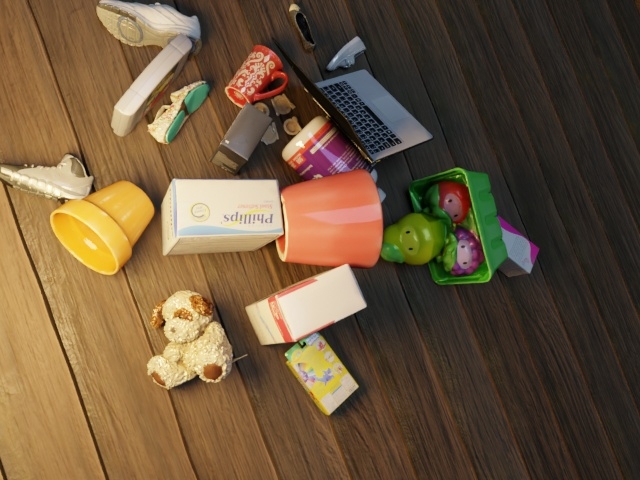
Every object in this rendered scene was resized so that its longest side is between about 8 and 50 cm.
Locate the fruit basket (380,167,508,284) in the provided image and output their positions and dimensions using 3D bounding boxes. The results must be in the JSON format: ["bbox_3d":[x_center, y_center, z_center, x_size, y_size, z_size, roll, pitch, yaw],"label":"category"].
[{"bbox_3d":[0.382,-0.028,1.673,0.392,0.283,0.391,5,80,-34],"label":"fruit basket"}]

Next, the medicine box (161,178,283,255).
[{"bbox_3d":[-0.270,-0.056,1.377,0.264,0.289,0.149,-3,80,-24],"label":"medicine box"}]

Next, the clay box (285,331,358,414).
[{"bbox_3d":[-0.003,0.383,1.532,0.127,0.053,0.222,-37,94,-25],"label":"clay box"}]

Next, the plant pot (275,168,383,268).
[{"bbox_3d":[0.008,-0.050,1.396,0.243,0.275,0.274,-5,81,-13],"label":"plant pot"}]

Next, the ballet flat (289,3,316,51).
[{"bbox_3d":[-0.054,-0.713,1.736,0.058,0.049,0.173,-24,89,-26],"label":"ballet flat"}]

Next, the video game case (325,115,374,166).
[{"bbox_3d":[0.145,-0.375,1.766,0.206,0.026,0.227,-44,98,-24],"label":"video game case"}]

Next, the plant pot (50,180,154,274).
[{"bbox_3d":[-0.536,-0.049,1.329,0.205,0.205,0.188,44,50,-10],"label":"plant pot"}]

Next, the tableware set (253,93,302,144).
[{"bbox_3d":[-0.142,-0.385,1.648,0.169,0.020,0.141,-25,90,-26],"label":"tableware set"}]

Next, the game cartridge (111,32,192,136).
[{"bbox_3d":[-0.460,-0.426,1.425,0.060,0.196,0.294,36,68,-12],"label":"game cartridge"}]

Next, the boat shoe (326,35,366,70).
[{"bbox_3d":[0.091,-0.625,1.778,0.063,0.066,0.184,45,57,-8],"label":"boat shoe"}]

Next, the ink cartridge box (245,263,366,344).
[{"bbox_3d":[-0.051,0.180,1.413,0.226,0.306,0.131,-23,89,-26],"label":"ink cartridge box"}]

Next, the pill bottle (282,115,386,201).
[{"bbox_3d":[0.048,-0.214,1.605,0.323,0.181,0.181,45,66,-8],"label":"pill bottle"}]

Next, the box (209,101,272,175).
[{"bbox_3d":[-0.233,-0.291,1.514,0.093,0.158,0.156,32,69,-14],"label":"box"}]

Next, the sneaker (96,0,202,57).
[{"bbox_3d":[-0.493,-0.635,1.520,0.297,0.111,0.129,12,59,-24],"label":"sneaker"}]

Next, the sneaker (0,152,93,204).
[{"bbox_3d":[-0.702,-0.178,1.342,0.229,0.086,0.132,23,66,-28],"label":"sneaker"}]

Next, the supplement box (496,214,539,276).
[{"bbox_3d":[0.647,0.021,1.850,0.220,0.114,0.111,36,67,-11],"label":"supplement box"}]

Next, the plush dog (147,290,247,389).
[{"bbox_3d":[-0.326,0.236,1.356,0.211,0.263,0.225,-32,105,-58],"label":"plush dog"}]

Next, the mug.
[{"bbox_3d":[-0.194,-0.493,1.586,0.169,0.150,0.113,-56,142,-18],"label":"mug"}]

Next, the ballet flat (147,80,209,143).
[{"bbox_3d":[-0.414,-0.383,1.502,0.077,0.091,0.241,25,64,10],"label":"ballet flat"}]

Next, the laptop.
[{"bbox_3d":[0.111,-0.448,1.572,0.408,0.236,0.382,-24,63,-26],"label":"laptop"}]
